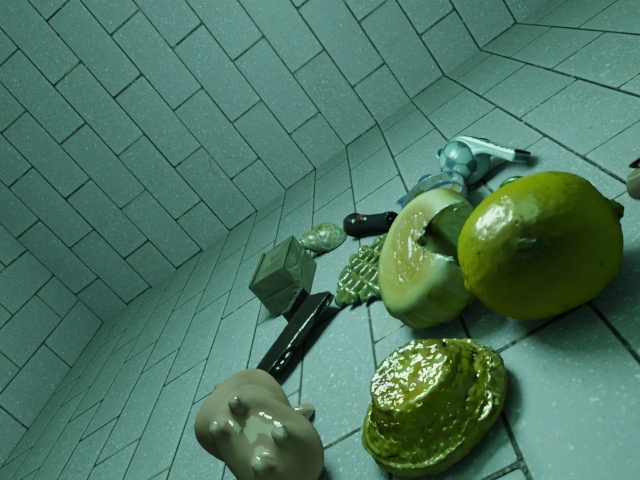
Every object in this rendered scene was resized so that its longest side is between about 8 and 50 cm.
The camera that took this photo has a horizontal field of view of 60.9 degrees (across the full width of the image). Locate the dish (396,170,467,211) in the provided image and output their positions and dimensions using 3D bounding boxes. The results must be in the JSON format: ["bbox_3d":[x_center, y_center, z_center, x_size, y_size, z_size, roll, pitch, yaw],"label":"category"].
[{"bbox_3d":[0.333,-0.100,1.589,0.228,0.086,0.236,-17,35,35],"label":"dish"}]

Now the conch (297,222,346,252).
[{"bbox_3d":[0.009,-0.012,2.011,0.173,0.106,0.116,-14,46,24],"label":"conch"}]

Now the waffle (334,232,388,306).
[{"bbox_3d":[0.173,0.064,1.578,0.292,0.056,0.309,-26,21,37],"label":"waffle"}]

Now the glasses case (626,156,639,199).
[{"bbox_3d":[0.703,-0.169,1.086,0.193,0.070,0.102,-26,21,33],"label":"glasses case"}]

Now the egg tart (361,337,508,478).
[{"bbox_3d":[0.182,0.271,0.965,0.294,0.123,0.294,-36,19,14],"label":"egg tart"}]

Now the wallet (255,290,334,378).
[{"bbox_3d":[-0.077,0.270,1.552,0.309,0.042,0.165,-52,13,-27],"label":"wallet"}]

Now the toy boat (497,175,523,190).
[{"bbox_3d":[0.496,-0.106,1.366,0.104,0.052,0.210,-35,19,21],"label":"toy boat"}]

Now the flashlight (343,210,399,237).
[{"bbox_3d":[0.170,-0.058,1.828,0.093,0.093,0.232,-48,21,-25],"label":"flashlight"}]

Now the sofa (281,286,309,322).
[{"bbox_3d":[-0.073,0.206,1.706,0.039,0.060,0.118,-21,25,35],"label":"sofa"}]

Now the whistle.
[{"bbox_3d":[0.458,-0.229,1.618,0.163,0.163,0.289,-45,45,-16],"label":"whistle"}]

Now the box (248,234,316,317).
[{"bbox_3d":[-0.127,0.117,1.873,0.149,0.155,0.231,-32,18,20],"label":"box"}]

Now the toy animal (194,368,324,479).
[{"bbox_3d":[-0.120,0.398,1.118,0.237,0.269,0.326,-45,51,-16],"label":"toy animal"}]

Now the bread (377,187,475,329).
[{"bbox_3d":[0.256,0.045,1.237,0.333,0.160,0.333,-51,25,34],"label":"bread"}]

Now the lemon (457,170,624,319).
[{"bbox_3d":[0.389,0.012,0.982,0.284,0.260,0.260,-62,3,35],"label":"lemon"}]
